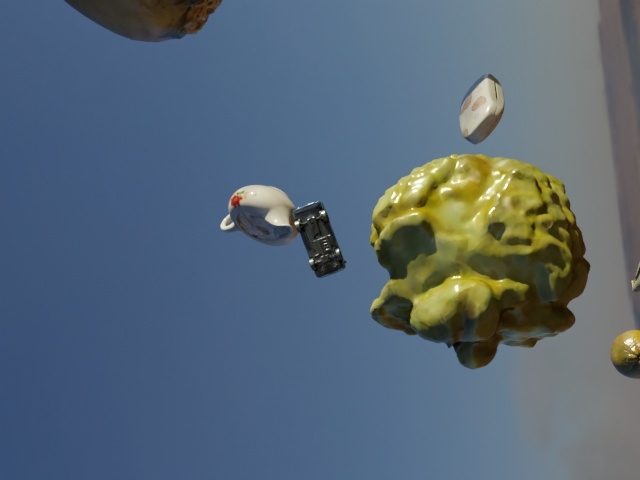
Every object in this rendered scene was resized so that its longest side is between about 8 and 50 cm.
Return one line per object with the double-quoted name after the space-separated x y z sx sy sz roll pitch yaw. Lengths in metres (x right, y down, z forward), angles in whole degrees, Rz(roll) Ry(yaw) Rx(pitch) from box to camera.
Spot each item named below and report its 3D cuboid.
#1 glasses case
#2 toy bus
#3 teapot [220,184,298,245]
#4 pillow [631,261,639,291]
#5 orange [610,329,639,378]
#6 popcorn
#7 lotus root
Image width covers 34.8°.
0.217 -0.179 1.378 0.041 0.063 0.164 33 -153 -9 "glasses case"
0.000 0.000 1.169 0.046 0.038 0.083 26 -137 -82 "toy bus"
-0.112 -0.048 1.964 0.145 0.226 0.092 48 -122 -26 "teapot"
0.532 -0.012 1.482 0.053 0.119 0.208 -85 3 -68 "pillow"
0.538 0.196 1.745 0.095 0.085 0.085 -2 -94 -77 "orange"
0.179 0.015 1.130 0.255 0.256 0.195 -54 0 -10 "popcorn"
-0.267 -0.370 1.274 0.183 0.310 0.183 -58 0 0 "lotus root"
